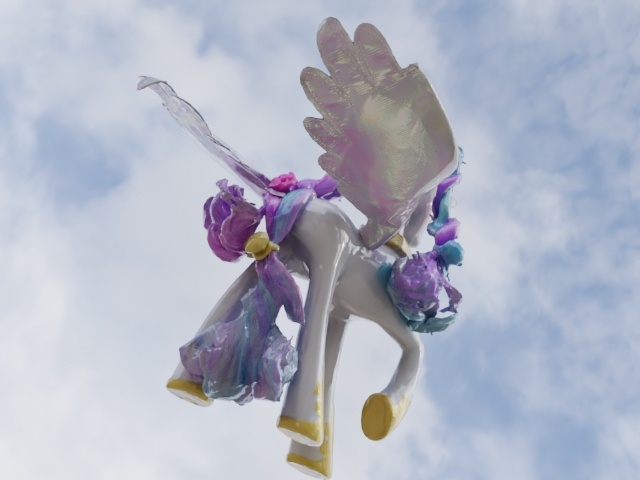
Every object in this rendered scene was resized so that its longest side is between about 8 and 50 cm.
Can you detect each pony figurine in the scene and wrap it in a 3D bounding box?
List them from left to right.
[{"bbox_3d":[0.000,0.000,0.985,0.303,0.363,0.351,2,-28,41],"label":"pony figurine"}]
